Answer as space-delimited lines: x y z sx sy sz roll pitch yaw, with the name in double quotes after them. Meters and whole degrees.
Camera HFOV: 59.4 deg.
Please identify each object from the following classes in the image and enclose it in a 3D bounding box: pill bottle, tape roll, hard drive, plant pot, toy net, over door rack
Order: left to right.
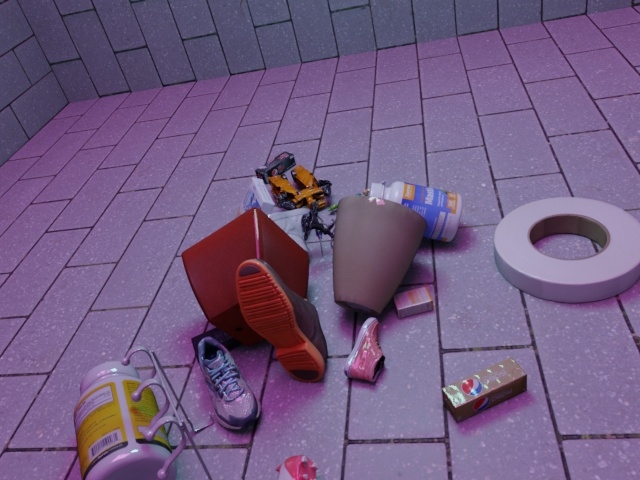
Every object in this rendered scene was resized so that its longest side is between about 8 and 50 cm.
-0.457 0.435 1.283 0.188 0.188 0.334 -25 37 -14 "pill bottle"
-0.300 0.399 1.175 0.108 0.324 0.239 -34 40 -10 "over door rack"
-0.288 0.280 1.570 0.135 0.022 0.094 -22 37 -11 "hard drive"
-0.185 0.122 1.515 0.267 0.267 0.236 -31 45 16 "plant pot"
0.141 -0.146 1.972 0.232 0.045 0.122 -28 2 -27 "toy net"
0.135 0.054 1.529 0.256 0.256 0.274 8 72 28 "plant pot"
0.276 -0.095 1.697 0.272 0.152 0.152 12 39 1 "pill bottle"
0.680 0.014 1.545 0.392 0.072 0.392 -10 36 7 "tape roll"

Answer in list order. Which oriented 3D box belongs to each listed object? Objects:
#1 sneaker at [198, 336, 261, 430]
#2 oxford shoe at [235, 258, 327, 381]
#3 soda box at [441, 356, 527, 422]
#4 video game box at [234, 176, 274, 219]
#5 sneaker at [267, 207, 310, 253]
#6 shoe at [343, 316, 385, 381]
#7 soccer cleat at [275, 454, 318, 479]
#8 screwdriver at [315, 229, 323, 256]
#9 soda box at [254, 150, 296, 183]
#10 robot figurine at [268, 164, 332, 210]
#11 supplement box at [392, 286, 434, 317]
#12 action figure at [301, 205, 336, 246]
-0.243 0.345 1.382 0.110 0.122 0.283 -29 38 -18 "sneaker"
-0.088 0.175 1.364 0.130 0.363 0.133 -11 31 26 "oxford shoe"
0.364 0.330 1.244 0.181 0.058 0.061 -22 36 -9 "soda box"
-0.231 -0.084 1.900 0.048 0.205 0.187 15 25 -25 "video game box"
-0.086 -0.009 1.829 0.108 0.169 0.292 -30 -6 27 "sneaker"
0.130 0.273 1.403 0.081 0.063 0.178 9 48 28 "shoe"
-0.055 0.545 1.102 0.095 0.083 0.248 -33 33 27 "soccer cleat"
0.000 0.000 1.855 0.024 0.025 0.170 -12 45 3 "screwdriver"
-0.182 -0.297 2.279 0.169 0.053 0.060 -37 42 -29 "soda box"
-0.077 -0.182 2.062 0.211 0.085 0.291 -24 36 -12 "robot figurine"
0.250 0.167 1.519 0.098 0.036 0.062 -14 36 1 "supplement box"
0.077 -0.020 1.750 0.276 0.141 0.164 11 13 -18 "action figure"
